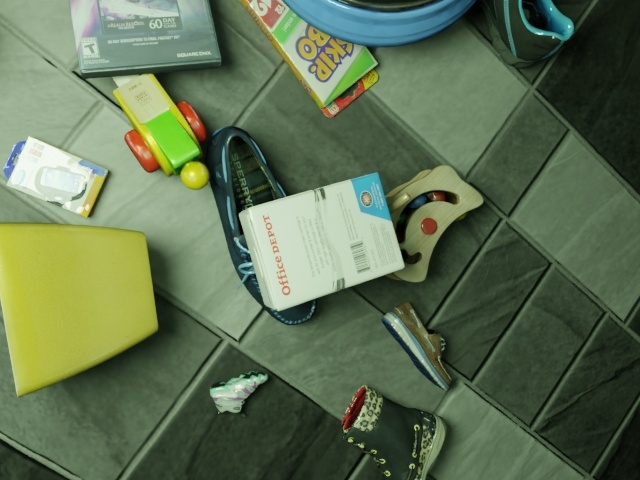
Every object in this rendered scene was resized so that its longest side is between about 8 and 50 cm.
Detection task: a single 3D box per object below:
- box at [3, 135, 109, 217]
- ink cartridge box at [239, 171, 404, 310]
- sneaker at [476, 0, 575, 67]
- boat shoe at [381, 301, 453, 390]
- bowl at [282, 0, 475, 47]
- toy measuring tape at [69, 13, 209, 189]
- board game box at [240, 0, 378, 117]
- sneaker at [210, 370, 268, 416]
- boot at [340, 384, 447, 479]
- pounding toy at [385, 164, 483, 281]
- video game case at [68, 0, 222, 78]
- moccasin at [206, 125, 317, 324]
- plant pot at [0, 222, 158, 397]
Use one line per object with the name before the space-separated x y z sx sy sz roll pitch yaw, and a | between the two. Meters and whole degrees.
box | -0.399 -0.097 0.877 0.136 0.028 0.081 23 87 -19
ink cartridge box | 0.000 0.000 0.851 0.203 0.086 0.148 -16 94 -17
sneaker | 0.310 -0.459 1.009 0.341 0.140 0.125 44 84 -13
boat shoe | 0.190 0.190 1.053 0.066 0.066 0.183 -40 104 -12
bowl | 0.093 -0.501 0.911 0.392 0.077 0.390 0 81 -3
toy measuring tape | -0.268 -0.204 0.890 0.121 0.121 0.330 -35 80 -12
board game box | -0.015 -0.343 0.975 0.124 0.039 0.259 -41 106 -10
sneaker | -0.130 0.262 0.979 0.098 0.038 0.069 -15 99 -6
boot | 0.102 0.389 1.032 0.179 0.085 0.236 30 79 -14
pounding toy | 0.163 -0.015 0.984 0.270 0.155 0.154 -32 97 -13
video game case | -0.268 -0.373 0.859 0.196 0.026 0.274 -10 80 -16
moccasin | -0.099 -0.012 0.926 0.138 0.117 0.341 -29 102 -13
plant pot | -0.345 0.070 0.823 0.187 0.212 0.212 -9 96 -30
